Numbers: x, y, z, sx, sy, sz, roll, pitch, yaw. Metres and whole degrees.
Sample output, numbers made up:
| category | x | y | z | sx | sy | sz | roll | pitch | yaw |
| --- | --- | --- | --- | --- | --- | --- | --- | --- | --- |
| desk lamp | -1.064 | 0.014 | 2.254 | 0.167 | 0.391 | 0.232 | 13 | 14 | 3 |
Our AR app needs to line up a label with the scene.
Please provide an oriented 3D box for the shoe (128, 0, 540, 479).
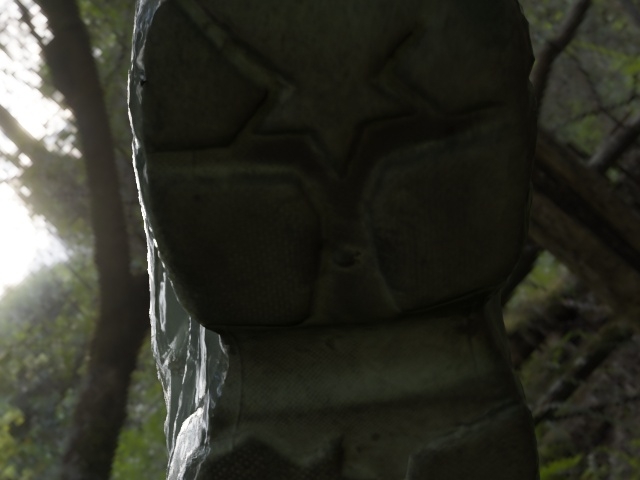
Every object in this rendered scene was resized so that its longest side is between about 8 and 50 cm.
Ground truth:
| category | x | y | z | sx | sy | sz | roll | pitch | yaw |
| --- | --- | --- | --- | --- | --- | --- | --- | --- | --- |
| shoe | 0.000 | 0.000 | 0.469 | 0.210 | 0.132 | 0.342 | -99 | 6 | -53 |
